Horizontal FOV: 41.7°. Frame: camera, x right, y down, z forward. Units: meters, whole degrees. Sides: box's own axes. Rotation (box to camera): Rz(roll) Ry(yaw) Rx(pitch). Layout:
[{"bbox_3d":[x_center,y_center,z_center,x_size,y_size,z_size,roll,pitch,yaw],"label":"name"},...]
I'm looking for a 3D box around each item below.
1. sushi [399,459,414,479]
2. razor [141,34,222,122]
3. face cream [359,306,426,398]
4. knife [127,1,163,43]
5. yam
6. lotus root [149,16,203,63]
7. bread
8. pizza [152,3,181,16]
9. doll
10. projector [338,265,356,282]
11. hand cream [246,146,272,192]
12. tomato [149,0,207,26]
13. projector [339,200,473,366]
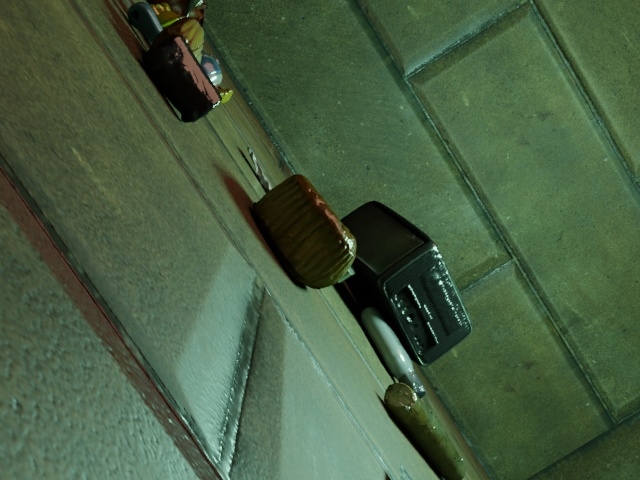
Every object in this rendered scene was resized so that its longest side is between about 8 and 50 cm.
[{"bbox_3d":[0.164,0.432,1.240,0.201,0.031,0.139,54,4,3],"label":"sushi"},{"bbox_3d":[-0.240,-0.281,1.467,0.148,0.090,0.054,56,-29,-15],"label":"razor"},{"bbox_3d":[0.207,0.324,2.386,0.291,0.071,0.144,59,2,30],"label":"face cream"},{"bbox_3d":[-0.292,-0.353,1.634,0.244,0.058,0.032,55,29,-13],"label":"knife"},{"bbox_3d":[0.242,0.438,1.896,0.371,0.083,0.083,55,4,-42],"label":"yam"},{"bbox_3d":[-0.273,-0.335,1.557,0.135,0.095,0.159,-91,-171,-75],"label":"lotus root"},{"bbox_3d":[-0.025,-0.016,1.686,0.227,0.142,0.253,50,5,7],"label":"bread"},{"bbox_3d":[-0.311,-0.437,1.897,0.188,0.080,0.204,53,7,-45],"label":"pizza"},{"bbox_3d":[-0.278,-0.377,1.718,0.241,0.135,0.098,59,-25,-4],"label":"doll"},{"bbox_3d":[0.000,0.000,2.314,0.257,0.079,0.259,57,3,4],"label":"projector"},{"bbox_3d":[-0.116,-0.131,2.160,0.257,0.050,0.084,51,1,3],"label":"hand cream"},{"bbox_3d":[-0.412,-0.714,2.256,0.309,0.170,0.309,176,-90,-70],"label":"tomato"},{"bbox_3d":[0.241,0.123,2.573,0.405,0.242,0.395,41,-18,57],"label":"projector"}]
